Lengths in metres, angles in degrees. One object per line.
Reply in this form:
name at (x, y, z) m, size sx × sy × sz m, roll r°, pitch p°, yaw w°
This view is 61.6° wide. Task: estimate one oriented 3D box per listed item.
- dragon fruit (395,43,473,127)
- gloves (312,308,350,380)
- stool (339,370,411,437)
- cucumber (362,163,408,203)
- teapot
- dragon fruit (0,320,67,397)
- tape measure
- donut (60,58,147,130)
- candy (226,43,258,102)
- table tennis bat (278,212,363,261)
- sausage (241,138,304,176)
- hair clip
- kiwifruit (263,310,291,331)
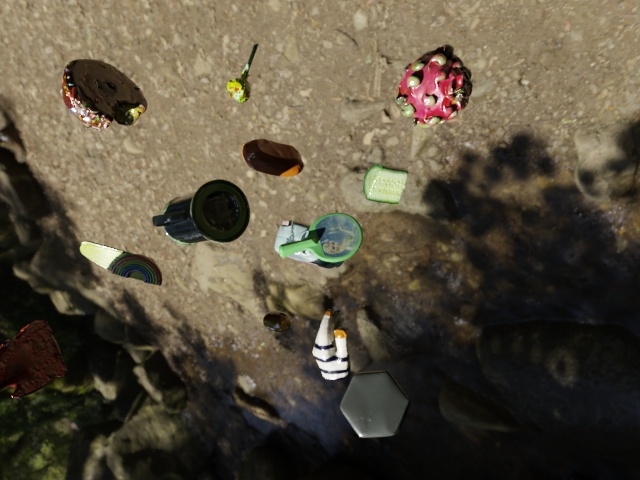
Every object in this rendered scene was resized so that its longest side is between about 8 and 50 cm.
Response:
dragon fruit at (0.308, -0.413, 1.437) m, size 0.198 × 0.273 × 0.219 m, roll 10°, pitch 125°, yaw 16°
gloves at (0.032, 0.332, 1.732) m, size 0.131 × 0.140 × 0.219 m, roll -15°, pitch 99°, yaw 4°
stool at (0.190, 0.551, 1.813) m, size 0.232 × 0.232 × 0.141 m, roll 33°, pitch 175°, yaw 22°
cucumber at (0.188, -0.169, 1.543) m, size 0.062 × 0.115 × 0.117 m, roll -116°, pitch 38°, yaw -45°
teapot at (-0.423, -0.076, 1.785) m, size 0.337 × 0.270 × 0.201 m, roll -7°, pitch 92°, yaw 55°
dragon fruit at (-0.581, 0.249, 1.000) m, size 0.092 × 0.192 × 0.123 m, roll -18°, pitch 108°, yaw 28°
tape measure at (-0.037, 0.014, 2.067) m, size 0.274 × 0.256 × 0.147 m, roll 14°, pitch 84°, yaw 42°
donut at (-0.607, -0.394, 1.478) m, size 0.216 × 0.230 × 0.096 m, roll 41°, pitch 126°, yaw -12°
candy at (-0.242, -0.553, 1.754) m, size 0.073 × 0.262 × 0.077 m, roll -2°, pitch 146°, yaw 21°
table tennis bat at (0.000, 0.000, 1.597) m, size 0.039 × 0.256 × 0.161 m, roll 72°, pitch -176°, yaw -62°
sausage at (-0.186, -0.318, 2.100) m, size 0.133 × 0.258 × 0.133 m, roll -28°, pitch 57°, yaw 57°
hair clip at (-0.423, 0.043, 1.140) m, size 0.188 × 0.033 × 0.060 m, roll 20°, pitch 106°, yaw 0°
kiwifruit at (-0.151, 0.279, 1.857) m, size 0.124 × 0.075 × 0.075 m, roll 9°, pitch 122°, yaw 55°
